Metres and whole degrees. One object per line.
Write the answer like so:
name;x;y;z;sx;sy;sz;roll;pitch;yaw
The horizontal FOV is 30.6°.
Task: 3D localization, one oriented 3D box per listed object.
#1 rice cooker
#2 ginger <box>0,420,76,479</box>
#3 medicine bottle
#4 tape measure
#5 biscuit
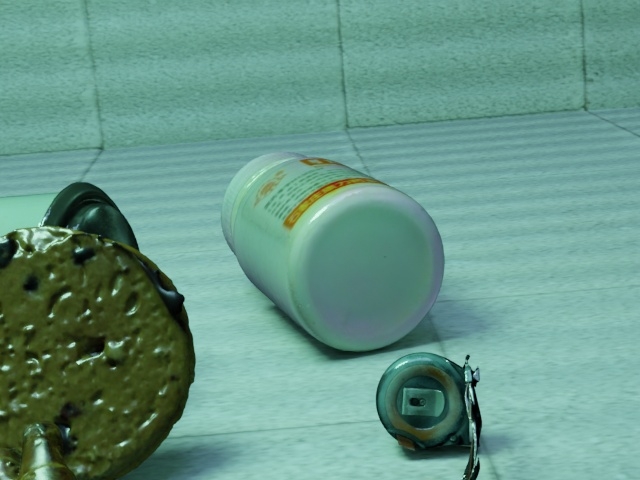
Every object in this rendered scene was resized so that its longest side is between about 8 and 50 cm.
rice cooker;-0.343;0.067;1.380;0.316;0.264;0.317;-8;23;3
ginger;-0.267;0.239;1.061;0.103;0.073;0.162;-20;37;-10
medicine bottle;0.000;0.000;1.627;0.219;0.219;0.388;-9;14;-17
tape measure;0.105;0.174;1.140;0.107;0.104;0.180;1;14;5
biscuit;-0.272;0.121;1.184;0.295;0.296;0.075;-7;-16;-9
